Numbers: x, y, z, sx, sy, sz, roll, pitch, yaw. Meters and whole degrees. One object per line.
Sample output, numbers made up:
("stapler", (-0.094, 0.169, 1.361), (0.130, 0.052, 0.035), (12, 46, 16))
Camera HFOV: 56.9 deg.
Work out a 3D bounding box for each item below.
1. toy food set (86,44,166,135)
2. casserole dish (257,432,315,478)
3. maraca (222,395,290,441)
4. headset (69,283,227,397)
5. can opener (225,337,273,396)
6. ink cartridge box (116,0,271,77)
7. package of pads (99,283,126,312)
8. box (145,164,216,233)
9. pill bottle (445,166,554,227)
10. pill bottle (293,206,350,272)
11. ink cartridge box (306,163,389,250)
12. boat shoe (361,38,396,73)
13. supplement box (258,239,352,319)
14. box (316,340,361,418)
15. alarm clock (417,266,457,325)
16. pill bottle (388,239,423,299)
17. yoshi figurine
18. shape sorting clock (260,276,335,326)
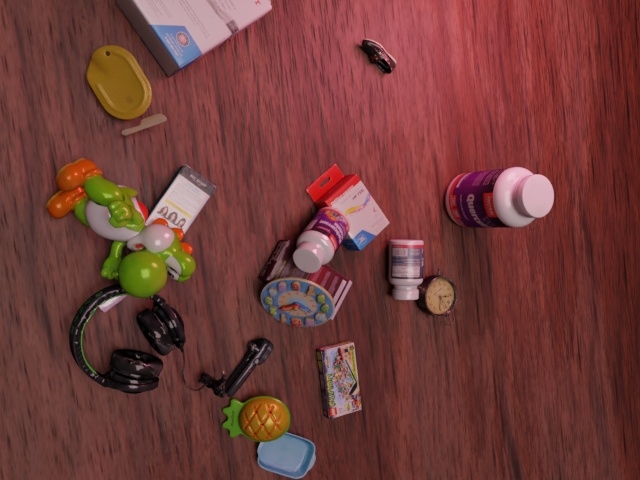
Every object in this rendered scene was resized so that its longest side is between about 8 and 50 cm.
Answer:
("toy food set", (-0.479, -0.368, 1.455), (0.128, 0.071, 0.218), (-27, 102, 1))
("casserole dish", (-0.101, 0.604, 1.681), (0.188, 0.037, 0.114), (27, 80, -24))
("maraca", (-0.175, 0.487, 1.611), (0.185, 0.099, 0.127), (2, 88, -1))
("headset", (-0.406, 0.272, 1.435), (0.394, 0.185, 0.243), (40, 74, -33))
("can opener", (-0.198, 0.346, 1.612), (0.073, 0.059, 0.186), (44, 73, -21))
("ink cartridge box", (-0.314, -0.595, 1.489), (0.307, 0.129, 0.223), (-41, 108, -20))
("package of pads", (-0.511, 0.140, 1.455), (0.083, 0.050, 0.032), (-41, 108, -20))
("box", (-0.379, -0.066, 1.509), (0.100, 0.060, 0.244), (37, 75, -22))
("pill bottle", (0.549, -0.130, 1.826), (0.181, 0.323, 0.182), (-1, 91, -26))
("pill bottle", (0.000, 0.000, 1.612), (0.108, 0.108, 0.193), (54, 39, -17))
("ink cartridge box", (0.080, -0.099, 1.729), (0.134, 0.078, 0.231), (-43, 108, -19))
("boat shoe", (0.174, -0.556, 1.780), (0.133, 0.049, 0.042), (34, 69, -28))
("supplement box", (-0.041, 0.113, 1.677), (0.239, 0.073, 0.130), (35, 76, -24))
("box", (0.055, 0.413, 1.754), (0.114, 0.036, 0.207), (-10, 96, -26))
("alarm clock", (0.379, 0.193, 1.895), (0.129, 0.064, 0.192), (-35, 104, -22))
("pill bottle", (0.261, 0.088, 1.809), (0.108, 0.108, 0.180), (0, 92, -27))
("yoshi figurine", (-0.463, -0.004, 1.351), (0.362, 0.203, 0.203), (38, 89, -4))
("shape sorting clock", (-0.063, 0.173, 1.609), (0.206, 0.206, 0.040), (33, 46, -23))
